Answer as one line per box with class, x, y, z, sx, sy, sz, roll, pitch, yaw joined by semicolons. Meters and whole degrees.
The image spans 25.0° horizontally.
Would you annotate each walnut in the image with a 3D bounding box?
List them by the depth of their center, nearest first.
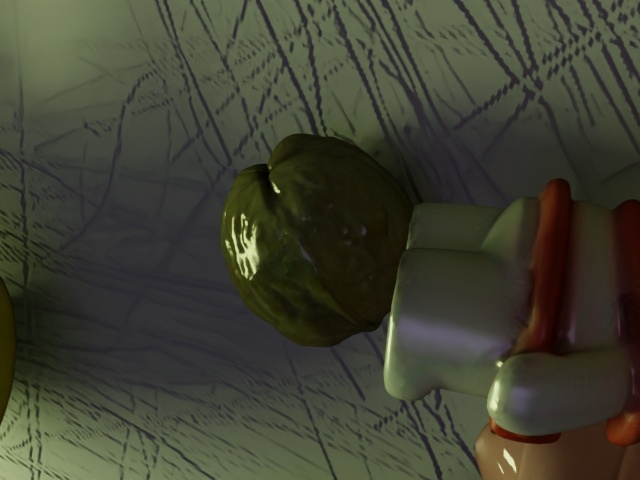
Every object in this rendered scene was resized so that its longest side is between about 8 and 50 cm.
walnut;0.000;0.000;0.618;0.092;0.092;0.092;12;115;27

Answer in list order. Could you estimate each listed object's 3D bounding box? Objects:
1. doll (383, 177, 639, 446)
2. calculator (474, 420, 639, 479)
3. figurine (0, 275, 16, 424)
doll;0.169;0.034;0.479;0.290;0.161;0.130;7;114;8
calculator;0.187;0.152;0.488;0.329;0.220;0.048;9;140;21
figurine;-0.293;-0.010;0.739;0.215;0.187;0.344;-25;89;24
